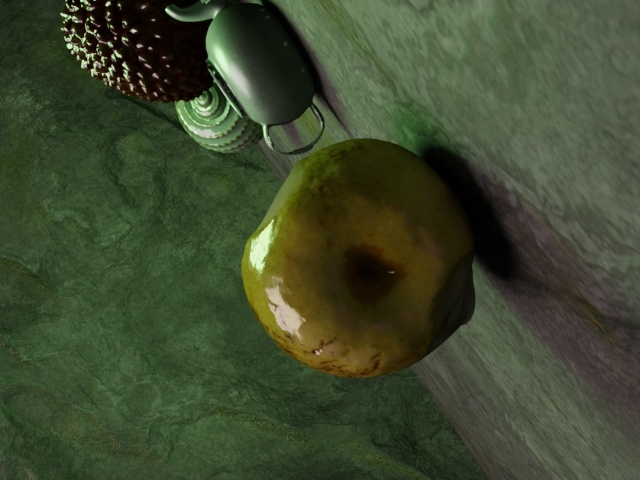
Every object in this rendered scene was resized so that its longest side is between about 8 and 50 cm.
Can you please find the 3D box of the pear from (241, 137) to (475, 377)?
[{"bbox_3d":[0.039,0.018,0.738,0.271,0.271,0.271,55,176,5],"label":"pear"}]

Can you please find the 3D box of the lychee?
[{"bbox_3d":[-0.309,-0.402,1.254,0.306,0.330,0.306,172,90,-75],"label":"lychee"}]

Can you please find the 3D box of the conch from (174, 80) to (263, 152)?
[{"bbox_3d":[-0.244,-0.349,1.597,0.319,0.215,0.303,164,82,-85],"label":"conch"}]

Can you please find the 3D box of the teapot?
[{"bbox_3d":[-0.099,-0.260,1.021,0.294,0.129,0.193,56,177,-7],"label":"teapot"}]

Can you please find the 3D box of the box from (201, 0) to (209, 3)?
[{"bbox_3d":[-0.180,-0.435,0.880,0.225,0.086,0.129,56,177,-20],"label":"box"}]
